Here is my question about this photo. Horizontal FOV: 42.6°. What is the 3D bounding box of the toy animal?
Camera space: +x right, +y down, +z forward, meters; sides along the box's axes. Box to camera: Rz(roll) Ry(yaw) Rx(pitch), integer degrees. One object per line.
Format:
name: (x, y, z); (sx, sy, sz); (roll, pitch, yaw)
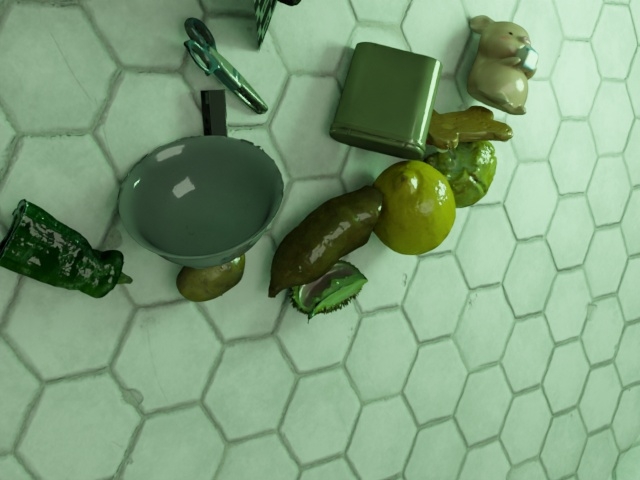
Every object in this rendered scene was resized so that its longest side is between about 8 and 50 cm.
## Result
toy animal: (0.508, -0.489, 2.288); (0.195, 0.213, 0.256); (24, 86, -28)

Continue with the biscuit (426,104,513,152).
biscuit: (0.323, -0.294, 2.180); (0.339, 0.216, 0.047); (-9, 123, -14)

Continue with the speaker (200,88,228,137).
speaker: (-0.236, -0.241, 1.843); (0.046, 0.040, 0.191); (-12, 105, -36)

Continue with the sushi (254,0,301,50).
sushi: (-0.051, -0.596, 1.743); (0.064, 0.359, 0.343); (20, 86, -2)

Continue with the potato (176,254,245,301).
potato: (-0.239, 0.065, 1.838); (0.137, 0.137, 0.176); (43, 74, -35)

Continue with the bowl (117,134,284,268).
bowl: (-0.242, -0.052, 1.741); (0.345, 0.345, 0.157); (-40, 149, -27)

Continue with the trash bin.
trash bin: (0.168, -0.348, 2.046); (0.243, 0.121, 0.248); (15, 85, 4)

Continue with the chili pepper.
chili pepper: (-0.499, 0.036, 1.641); (0.270, 0.099, 0.136); (28, 71, -34)

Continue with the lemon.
lemon: (0.235, -0.083, 2.118); (0.233, 0.233, 0.288); (-52, 149, -20)

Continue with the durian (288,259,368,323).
durian: (0.004, 0.129, 2.064); (0.220, 0.137, 0.096); (-27, 148, -38)

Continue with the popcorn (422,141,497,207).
popcorn: (0.388, -0.188, 2.259); (0.221, 0.183, 0.204); (-49, 162, -15)

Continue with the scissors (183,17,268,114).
scissors: (-0.207, -0.371, 1.827); (0.289, 0.041, 0.138); (44, 31, -45)

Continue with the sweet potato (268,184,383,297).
sweet potato: (0.000, 0.000, 2.005); (0.369, 0.157, 0.158); (-35, 118, -24)
